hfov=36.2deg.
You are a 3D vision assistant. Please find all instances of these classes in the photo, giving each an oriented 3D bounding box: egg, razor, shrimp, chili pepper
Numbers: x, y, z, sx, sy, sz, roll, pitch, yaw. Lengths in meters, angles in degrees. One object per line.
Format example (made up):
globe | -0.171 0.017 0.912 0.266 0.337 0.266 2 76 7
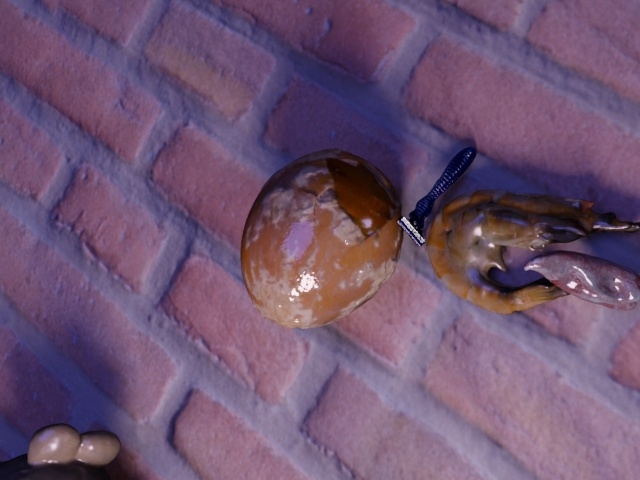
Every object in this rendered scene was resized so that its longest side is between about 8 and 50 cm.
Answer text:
egg | 0.000 0.000 1.185 0.195 0.195 0.233 21 59 31
razor | 0.142 -0.059 1.185 0.154 0.044 0.028 -51 15 -27
shrimp | 0.235 0.016 1.132 0.254 0.059 0.145 10 87 31
chili pepper | 0.295 0.042 1.067 0.153 0.041 0.050 19 93 -1

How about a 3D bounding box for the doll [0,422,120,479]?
doll | -0.355 0.468 1.310 0.378 0.252 0.382 -43 53 52
